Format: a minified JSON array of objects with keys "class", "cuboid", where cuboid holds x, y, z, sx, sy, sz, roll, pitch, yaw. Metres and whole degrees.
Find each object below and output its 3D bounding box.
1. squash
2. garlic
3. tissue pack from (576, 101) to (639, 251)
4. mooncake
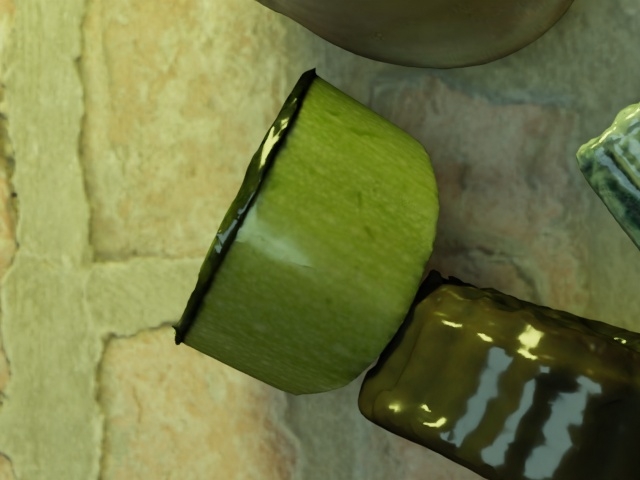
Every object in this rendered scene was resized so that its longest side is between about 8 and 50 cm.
[{"class":"squash","cuboid":[-0.011,-0.003,1.167,0.133,0.220,0.220,24,100,-9]},{"class":"garlic","cuboid":[0.018,-0.218,1.122,0.340,0.246,0.232,-10,102,1]},{"class":"tissue pack","cuboid":[0.304,0.036,1.053,0.103,0.228,0.316,-42,82,20]},{"class":"mooncake","cuboid":[0.143,0.101,1.108,0.228,0.228,0.124,21,91,14]}]
